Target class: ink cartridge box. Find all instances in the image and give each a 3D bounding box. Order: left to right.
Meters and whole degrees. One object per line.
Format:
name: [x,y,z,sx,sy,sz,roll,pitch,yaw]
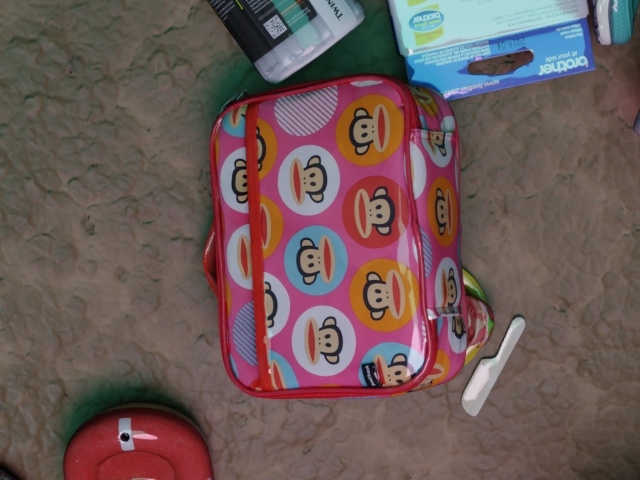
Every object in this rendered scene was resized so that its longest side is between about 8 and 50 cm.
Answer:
ink cartridge box: [0.142,-0.296,1.161,0.186,0.065,0.311,-12,98,1]

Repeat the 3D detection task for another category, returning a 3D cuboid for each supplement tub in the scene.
supplement tub: [-0.055,-0.251,1.139,0.117,0.117,0.190,-35,99,5]

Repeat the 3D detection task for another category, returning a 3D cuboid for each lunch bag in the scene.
lunch bag: [0.000,0.000,1.145,0.258,0.120,0.293,-6,86,30]

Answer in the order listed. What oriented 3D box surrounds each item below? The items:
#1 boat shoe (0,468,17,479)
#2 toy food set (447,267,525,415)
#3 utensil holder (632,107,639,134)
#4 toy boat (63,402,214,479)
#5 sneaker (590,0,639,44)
boat shoe: [-0.385,0.329,1.257,0.069,0.081,0.228,43,90,-4]
toy food set: [0.103,0.080,1.220,0.218,0.071,0.128,34,98,-6]
utensil holder: [0.487,-0.212,1.048,0.327,0.327,0.385,21,100,-4]
toy boat: [-0.180,0.280,1.211,0.151,0.151,0.231,-5,100,0]
sneaker: [0.314,-0.310,1.126,0.110,0.107,0.275,18,98,10]
